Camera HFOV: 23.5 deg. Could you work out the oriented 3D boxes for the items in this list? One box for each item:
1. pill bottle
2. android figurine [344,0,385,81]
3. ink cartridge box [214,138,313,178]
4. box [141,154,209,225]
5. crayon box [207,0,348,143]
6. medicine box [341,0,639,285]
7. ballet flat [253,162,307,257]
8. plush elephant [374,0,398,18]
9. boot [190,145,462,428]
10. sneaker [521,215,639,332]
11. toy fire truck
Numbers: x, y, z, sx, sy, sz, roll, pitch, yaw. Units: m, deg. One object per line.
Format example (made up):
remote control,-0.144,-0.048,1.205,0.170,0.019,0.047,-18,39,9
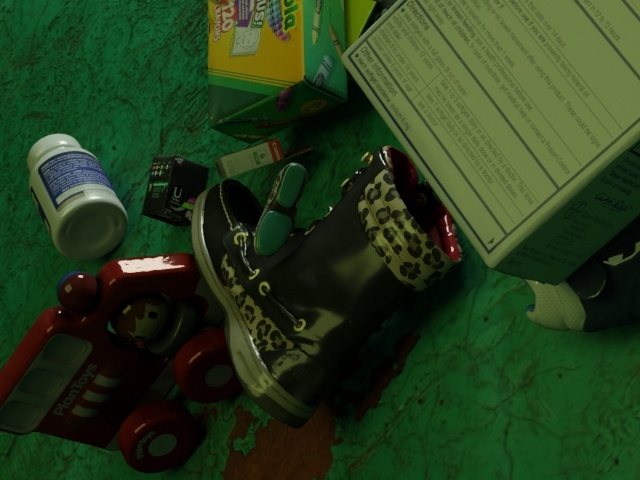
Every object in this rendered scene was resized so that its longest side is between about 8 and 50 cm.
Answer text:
pill bottle,-0.357,-0.068,2.216,0.112,0.112,0.187,-52,44,19
android figurine,0.027,-0.305,1.939,0.273,0.056,0.248,38,104,46
ink cartridge box,-0.071,-0.108,1.913,0.063,0.115,0.029,-171,61,-78
box,-0.196,-0.067,2.077,0.052,0.062,0.083,-1,73,48
crayon box,-0.056,-0.278,1.909,0.165,0.081,0.278,-21,61,38
medicine box,0.214,-0.152,1.382,0.289,0.149,0.263,-42,63,19
ballet flat,-0.046,-0.032,1.729,0.041,0.041,0.114,8,71,49
plush elephant,0.182,-0.292,1.632,0.272,0.330,0.255,-46,20,7
boot,0.000,0.000,1.784,0.284,0.138,0.377,-43,37,20
sneaker,0.257,-0.070,1.511,0.236,0.130,0.323,-18,70,30
toy fire truck,-0.246,0.138,1.901,0.302,0.254,0.169,-52,44,19
